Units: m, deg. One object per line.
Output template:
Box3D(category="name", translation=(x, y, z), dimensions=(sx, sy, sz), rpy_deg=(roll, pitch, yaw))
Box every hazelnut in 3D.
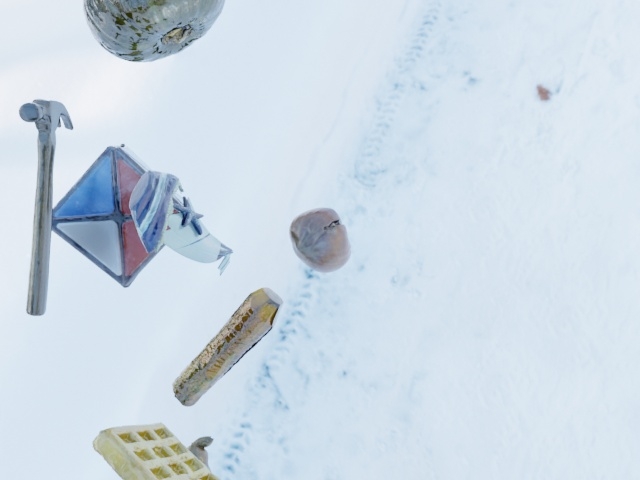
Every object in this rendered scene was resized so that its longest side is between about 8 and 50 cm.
Box3D(category="hazelnut", translation=(0.002, -0.002, 1.985), dimensions=(0.181, 0.181, 0.212), rpy_deg=(-35, 77, -1))

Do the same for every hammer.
Box3D(category="hammer", translation=(-0.553, -0.059, 1.258), dimensions=(0.044, 0.168, 0.440), rpy_deg=(10, 105, -2))

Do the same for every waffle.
Box3D(category="waffle", translation=(-0.340, 0.488, 1.365), dimensions=(0.248, 0.221, 0.055), rpy_deg=(36, 92, 22))

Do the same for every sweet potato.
Box3D(category="sweet potato", translation=(-0.334, 0.635, 1.605), dimensions=(0.124, 0.098, 0.310), rpy_deg=(31, 101, -2))

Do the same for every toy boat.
Box3D(category="toy boat", translation=(-0.302, -0.045, 1.402), dimensions=(0.070, 0.291, 0.210), rpy_deg=(-22, 65, 29))

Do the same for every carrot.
Box3D(category="carrot", translation=(-0.163, 0.185, 1.099), dimensions=(0.260, 0.070, 0.070), rpy_deg=(-46, 53, 13))

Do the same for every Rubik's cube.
Box3D(category="Rubik's cube", translation=(-0.580, -0.083, 1.878), dimensions=(0.305, 0.307, 0.310), rpy_deg=(-49, 17, -4))

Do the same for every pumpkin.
Box3D(category="pumpkin", translation=(-0.246, -0.362, 0.945), dimensions=(0.223, 0.223, 0.157), rpy_deg=(-31, 89, 1))
